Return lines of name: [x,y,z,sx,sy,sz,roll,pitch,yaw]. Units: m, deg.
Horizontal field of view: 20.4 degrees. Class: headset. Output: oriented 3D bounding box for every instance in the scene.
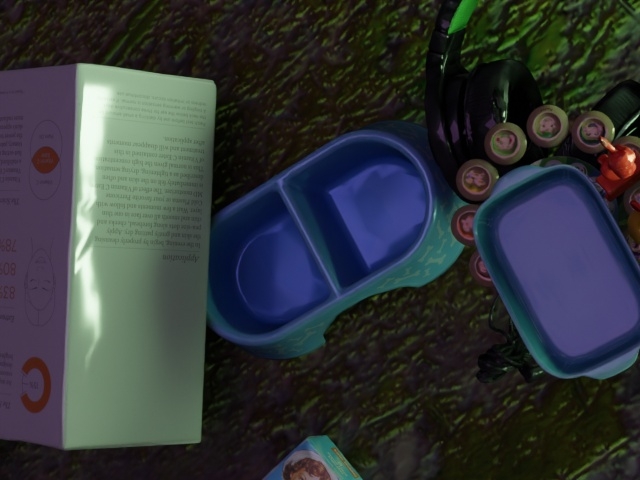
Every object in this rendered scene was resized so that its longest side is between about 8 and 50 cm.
headset: [0.196,-0.076,1.557,0.243,0.185,0.394,14,110,21]

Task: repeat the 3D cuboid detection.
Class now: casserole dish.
casserole dish: [0.205,0.025,1.476,0.114,0.037,0.188,-29,83,14]

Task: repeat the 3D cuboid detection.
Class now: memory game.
memory game: [0.200,-0.023,1.502,0.186,0.012,0.186,0,91,15]

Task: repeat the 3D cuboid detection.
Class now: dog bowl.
dog bowl: [0.000,0.000,1.689,0.297,0.074,0.166,-31,78,18]

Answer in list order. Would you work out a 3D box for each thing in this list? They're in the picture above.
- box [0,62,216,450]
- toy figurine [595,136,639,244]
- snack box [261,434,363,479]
box: [-0.234,0.015,1.690,0.215,0.168,0.345,2,89,46]
toy figurine: [0.399,0.004,1.338,0.217,0.191,0.362,-38,65,-1]
snack box: [0.032,0.364,1.670,0.187,0.060,0.322,-45,74,13]
